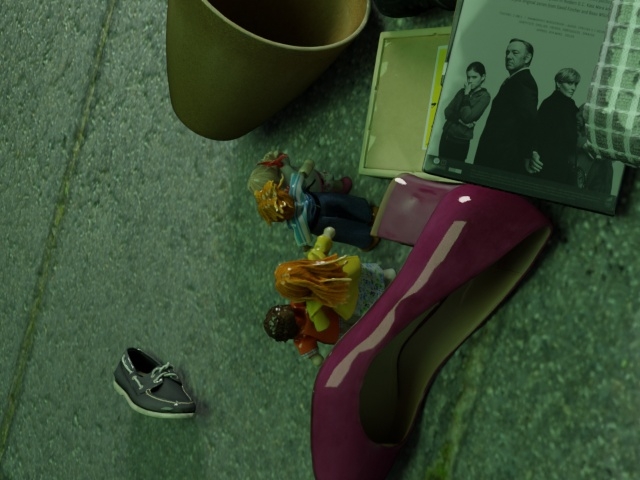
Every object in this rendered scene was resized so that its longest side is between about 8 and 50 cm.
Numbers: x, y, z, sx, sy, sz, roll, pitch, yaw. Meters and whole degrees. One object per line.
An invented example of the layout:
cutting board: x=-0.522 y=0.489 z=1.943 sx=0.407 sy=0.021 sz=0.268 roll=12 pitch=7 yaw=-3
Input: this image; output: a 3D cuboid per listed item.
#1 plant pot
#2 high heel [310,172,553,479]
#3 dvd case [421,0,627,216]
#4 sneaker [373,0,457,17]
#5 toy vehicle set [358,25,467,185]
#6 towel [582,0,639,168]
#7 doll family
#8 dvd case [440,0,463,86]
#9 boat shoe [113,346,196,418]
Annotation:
plant pot: x=-0.094 y=-0.244 z=1.280 sx=0.254 sy=0.237 sz=0.237 roll=124 pitch=137 yaw=-50
high heel: x=0.103 y=0.124 z=1.026 sx=0.181 sy=0.127 sz=0.377 roll=20 pitch=103 yaw=44
dvd case: x=0.207 y=-0.158 z=0.938 sx=0.179 sy=0.029 sz=0.239 roll=14 pitch=92 yaw=13
sneaker: x=0.120 y=-0.282 z=1.117 sx=0.283 sy=0.107 sz=0.124 roll=59 pitch=140 yaw=44
toy vehicle set: x=0.150 y=-0.141 z=1.081 sx=0.267 sy=0.035 sz=0.166 roll=10 pitch=91 yaw=51
towel: x=0.342 y=-0.178 z=0.789 sx=0.235 sy=0.121 sz=0.284 roll=19 pitch=97 yaw=50
doll family: x=0.000 y=0.000 z=1.134 sx=0.118 sy=0.163 sz=0.263 roll=-30 pitch=61 yaw=44
dvd case: x=0.214 y=-0.238 z=0.962 sx=0.164 sy=0.018 sz=0.221 roll=12 pitch=91 yaw=13
boat shoe: x=-0.235 y=0.200 z=1.453 sx=0.206 sy=0.075 sz=0.065 roll=15 pitch=98 yaw=55
